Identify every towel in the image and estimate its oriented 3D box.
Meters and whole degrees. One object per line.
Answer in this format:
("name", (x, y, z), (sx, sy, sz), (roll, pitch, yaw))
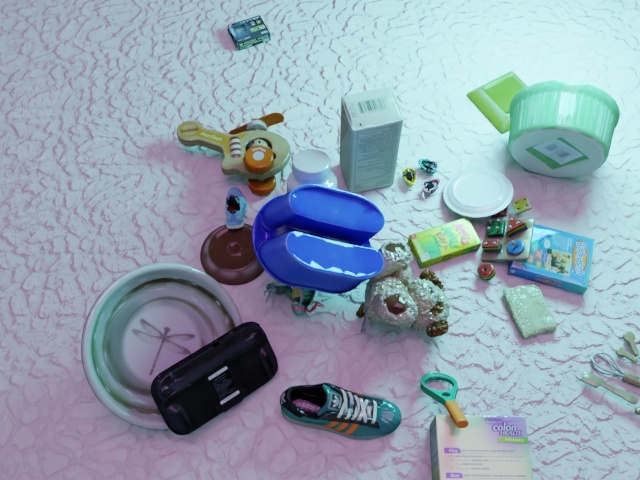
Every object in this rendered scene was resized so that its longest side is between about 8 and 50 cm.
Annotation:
("towel", (0.559, 0.186, 1.850), (0.110, 0.027, 0.148), (-14, 62, -7))

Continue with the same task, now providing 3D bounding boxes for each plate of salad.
("plate of salad", (0.456, -0.134, 2.003), (0.199, 0.048, 0.200), (-8, 48, 9))

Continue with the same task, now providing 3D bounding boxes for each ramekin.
("ramekin", (0.683, -0.307, 1.973), (0.303, 0.303, 0.148), (14, 69, 7))

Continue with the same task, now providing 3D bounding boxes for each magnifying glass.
("magnifying glass", (0.304, 0.379, 1.660), (0.092, 0.026, 0.231), (-1, 19, -7))

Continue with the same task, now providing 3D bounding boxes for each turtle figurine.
("turtle figurine", (-0.063, 0.113, 1.842), (0.175, 0.118, 0.234), (-19, 51, 37))

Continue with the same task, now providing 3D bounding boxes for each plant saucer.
("plant saucer", (-0.389, 0.258, 1.711), (0.400, 0.100, 0.401), (5, 80, -26))
("plant saucer", (-0.239, 0.028, 1.927), (0.198, 0.036, 0.199), (1, 62, -1))
("plant saucer", (0.594, -0.452, 2.187), (0.188, 0.045, 0.188), (-28, 65, -15))

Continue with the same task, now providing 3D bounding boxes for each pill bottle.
("pill bottle", (-0.022, -0.119, 1.875), (0.136, 0.246, 0.136), (0, 44, 0))

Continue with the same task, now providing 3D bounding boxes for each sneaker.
("sneaker", (-0.240, -0.105, 1.964), (0.063, 0.073, 0.162), (-5, 40, -5))
("sneaker", (0.049, 0.410, 1.672), (0.302, 0.121, 0.108), (5, 62, 2))

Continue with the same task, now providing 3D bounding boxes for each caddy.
("caddy", (0.000, 0.000, 1.726), (0.341, 0.179, 0.241), (13, 68, -26))

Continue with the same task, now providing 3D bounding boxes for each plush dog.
("plush dog", (0.230, 0.163, 1.793), (0.225, 0.211, 0.262), (15, 43, -12))

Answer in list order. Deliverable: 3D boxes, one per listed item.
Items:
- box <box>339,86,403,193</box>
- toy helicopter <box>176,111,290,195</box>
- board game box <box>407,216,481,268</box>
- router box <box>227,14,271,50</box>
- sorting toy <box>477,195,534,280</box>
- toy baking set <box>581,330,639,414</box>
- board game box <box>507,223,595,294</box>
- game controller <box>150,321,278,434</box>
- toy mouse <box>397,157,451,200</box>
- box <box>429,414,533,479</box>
("box", (0.136, -0.272, 1.935), (0.147, 0.311, 0.121), (-13, 62, -8))
("toy helicopter", (-0.255, -0.296, 2.050), (0.354, 0.140, 0.235), (17, 61, 12))
("board game box", (0.346, 0.006, 1.938), (0.181, 0.043, 0.092), (-17, 63, -9))
("router box", (-0.240, -0.697, 2.320), (0.122, 0.038, 0.092), (-23, 65, -12))
("sorting toy", (0.516, -0.019, 1.916), (0.132, 0.046, 0.275), (-3, 55, 33))
("toy baking set", (0.802, 0.344, 1.768), (0.256, 0.030, 0.197), (-28, 62, -15))
("board game box", (0.639, 0.045, 1.915), (0.210, 0.047, 0.160), (16, 62, 9))
("game controller", (-0.250, 0.334, 1.690), (0.319, 0.167, 0.067), (-29, 20, -27))
("toy mouse", (0.317, -0.187, 2.049), (0.143, 0.031, 0.161), (-12, 62, -7))
("box", (0.372, 0.539, 1.606), (0.213, 0.117, 0.243), (0, 62, 0))
